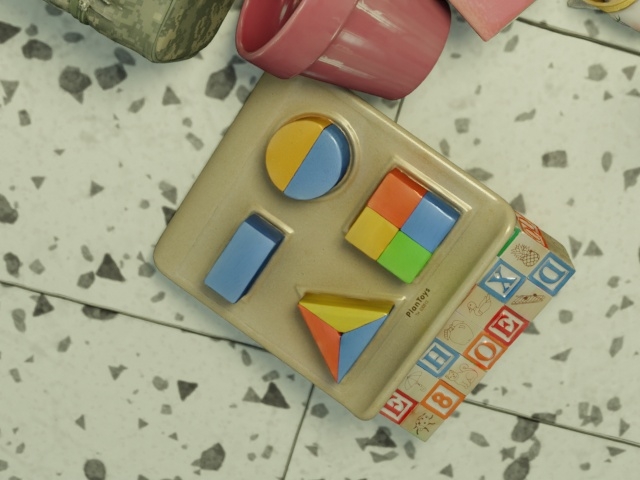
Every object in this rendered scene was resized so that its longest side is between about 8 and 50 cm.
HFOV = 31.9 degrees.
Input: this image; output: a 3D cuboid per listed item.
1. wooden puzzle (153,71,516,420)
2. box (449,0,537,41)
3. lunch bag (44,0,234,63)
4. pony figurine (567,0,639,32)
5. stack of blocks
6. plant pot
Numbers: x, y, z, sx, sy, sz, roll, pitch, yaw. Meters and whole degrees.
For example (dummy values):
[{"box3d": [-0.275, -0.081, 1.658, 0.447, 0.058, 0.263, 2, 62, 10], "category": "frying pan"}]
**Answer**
[{"box3d": [0.000, 0.000, 1.307, 0.348, 0.080, 0.322, 37, 108, 8], "category": "wooden puzzle"}, {"box3d": [0.143, -0.347, 1.190, 0.127, 0.148, 0.232, -40, 105, 16], "category": "box"}, {"box3d": [-0.196, -0.363, 1.169, 0.256, 0.212, 0.305, 32, 109, 7], "category": "lunch bag"}, {"box3d": [0.458, -0.209, 1.161, 0.363, 0.351, 0.303, 38, 73, -12], "category": "pony figurine"}, {"box3d": [0.151, 0.085, 1.393, 0.171, 0.087, 0.297, 35, 108, -11], "category": "stack of blocks"}, {"box3d": [0.034, -0.249, 1.219, 0.180, 0.201, 0.201, 24, 111, -25], "category": "plant pot"}]
